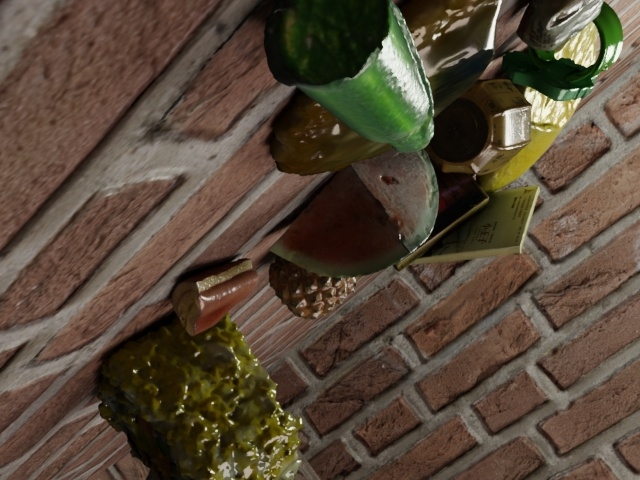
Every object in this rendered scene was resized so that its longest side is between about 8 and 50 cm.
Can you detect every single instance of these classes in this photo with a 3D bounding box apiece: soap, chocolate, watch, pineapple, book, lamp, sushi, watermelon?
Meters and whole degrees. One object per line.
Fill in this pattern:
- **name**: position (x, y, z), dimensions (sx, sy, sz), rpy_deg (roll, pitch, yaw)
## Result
- **soap**: position (0.429, -0.246, 1.636), dimensions (0.306, 0.115, 0.427), rpy_deg (-53, 170, -17)
- **chocolate**: position (0.051, -0.144, 0.761), dimensions (0.110, 0.110, 0.291), rpy_deg (-39, 160, 10)
- **watch**: position (0.380, -0.312, 1.298), dimensions (0.131, 0.165, 0.152), rpy_deg (-29, 143, -39)
- **pineapple**: position (0.003, 0.050, 1.533), dimensions (0.193, 0.166, 0.166), rpy_deg (-38, 171, 7)
- **book**: position (0.309, -0.030, 1.731), dimensions (0.289, 0.026, 0.201), rpy_deg (-9, -143, 35)
- **lamp**: position (0.251, -0.185, 1.314), dimensions (0.161, 0.161, 0.185), rpy_deg (-43, 170, 30)
- **sushi**: position (-0.216, 0.333, 1.462), dimensions (0.240, 0.351, 0.396), rpy_deg (-32, 168, -29)
- **watermelon**: position (0.063, -0.044, 1.359), dimensions (0.260, 0.176, 0.256), rpy_deg (-44, -152, 26)

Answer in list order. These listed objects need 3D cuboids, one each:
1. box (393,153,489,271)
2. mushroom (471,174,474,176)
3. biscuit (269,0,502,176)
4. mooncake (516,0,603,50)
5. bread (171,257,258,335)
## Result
- **box**: position (0.207, -0.069, 1.694), dimensions (0.240, 0.159, 0.071), rpy_deg (-36, 169, -3)
- **mushroom**: position (0.299, -0.141, 1.786), dimensions (0.084, 0.071, 0.209), rpy_deg (12, -124, 42)
- **biscuit**: position (0.093, -0.178, 0.994), dimensions (0.329, 0.078, 0.335), rpy_deg (-36, 169, 15)
- **mooncake**: position (0.341, -0.334, 1.155), dimensions (0.130, 0.073, 0.125), rpy_deg (-39, 168, -3)
- **bread**: position (-0.179, 0.089, 1.290), dimensions (0.119, 0.067, 0.192), rpy_deg (-49, 169, 18)
